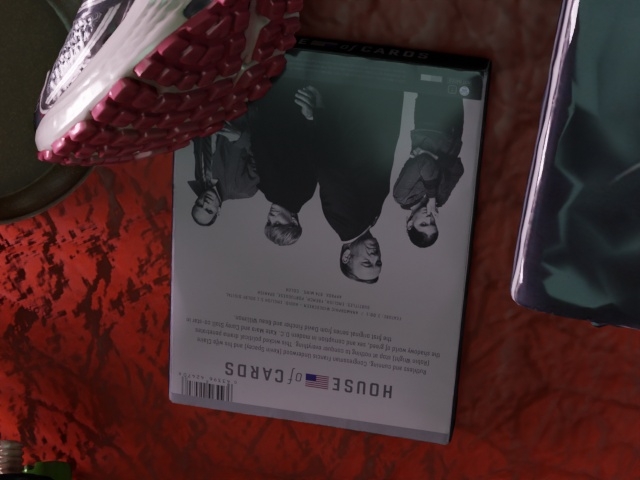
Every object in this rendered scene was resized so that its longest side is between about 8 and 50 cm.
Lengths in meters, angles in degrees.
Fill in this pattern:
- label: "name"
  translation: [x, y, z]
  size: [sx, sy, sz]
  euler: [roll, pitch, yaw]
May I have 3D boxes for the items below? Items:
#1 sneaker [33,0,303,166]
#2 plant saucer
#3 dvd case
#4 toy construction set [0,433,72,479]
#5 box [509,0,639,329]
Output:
- label: "sneaker"
  translation: [-0.062, -0.150, 0.800]
  size: [0.299, 0.121, 0.112]
  euler: [-50, 65, 32]
- label: "plant saucer"
  translation: [-0.196, -0.091, 0.875]
  size: [0.168, 0.168, 0.029]
  euler: [58, 156, -13]
- label: "dvd case"
  translation: [0.000, 0.000, 0.916]
  size: [0.179, 0.029, 0.238]
  euler: [8, 115, 10]
- label: "toy construction set"
  translation: [-0.315, 0.061, 0.933]
  size: [0.309, 0.237, 0.257]
  euler: [-4, 158, -5]
- label: "box"
  translation: [0.356, -0.187, 0.599]
  size: [0.472, 0.297, 0.479]
  euler: [13, 115, 10]
